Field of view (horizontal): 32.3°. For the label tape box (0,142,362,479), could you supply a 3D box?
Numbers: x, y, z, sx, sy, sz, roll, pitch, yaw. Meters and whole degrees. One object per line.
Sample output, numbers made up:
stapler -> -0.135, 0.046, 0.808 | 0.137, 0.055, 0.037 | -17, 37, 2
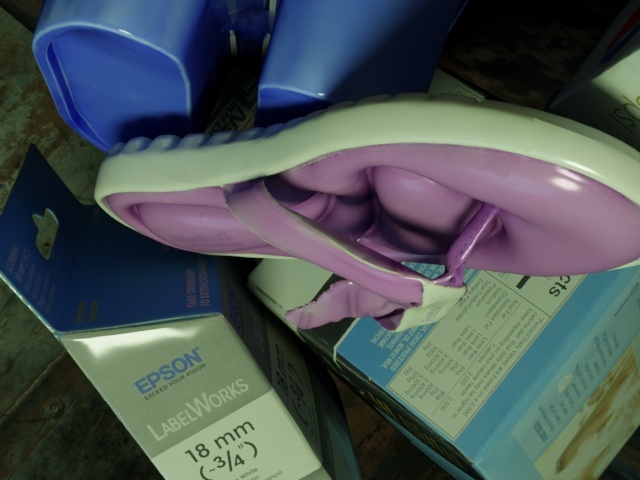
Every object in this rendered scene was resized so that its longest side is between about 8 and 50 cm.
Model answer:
label tape box -> -0.093, 0.071, 0.836 | 0.334, 0.106, 0.241 | 58, -174, -23

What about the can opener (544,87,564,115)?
can opener -> 0.208, 0.000, 0.557 | 0.093, 0.074, 0.280 | 9, -160, -30

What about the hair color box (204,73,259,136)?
hair color box -> -0.048, -0.092, 1.079 | 0.105, 0.174, 0.347 | 37, 174, -3

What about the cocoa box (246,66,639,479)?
cocoa box -> 0.143, 0.071, 0.912 | 0.228, 0.231, 0.347 | 36, 172, 30

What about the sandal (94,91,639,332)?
sandal -> 0.012, 0.006, 0.617 | 0.169, 0.102, 0.416 | 26, 165, -36

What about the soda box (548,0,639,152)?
soda box -> 0.169, -0.080, 0.446 | 0.069, 0.074, 0.216 | 38, 173, -2

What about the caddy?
caddy -> -0.038, -0.142, 0.696 | 0.241, 0.179, 0.341 | 17, 168, -3

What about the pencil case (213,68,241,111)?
pencil case -> -0.148, -0.175, 1.071 | 0.160, 0.167, 0.386 | 59, 173, 0
